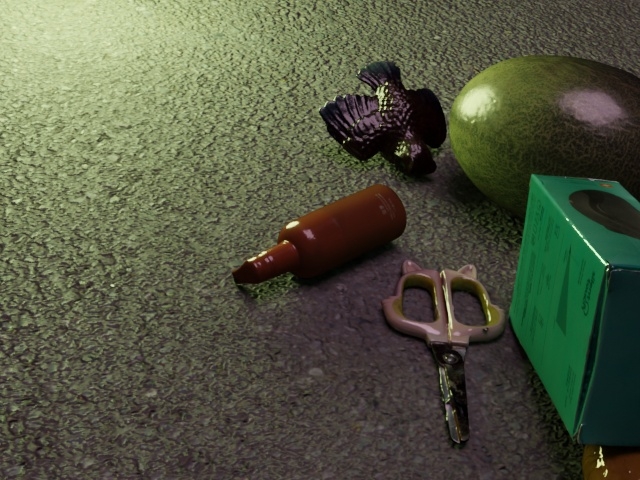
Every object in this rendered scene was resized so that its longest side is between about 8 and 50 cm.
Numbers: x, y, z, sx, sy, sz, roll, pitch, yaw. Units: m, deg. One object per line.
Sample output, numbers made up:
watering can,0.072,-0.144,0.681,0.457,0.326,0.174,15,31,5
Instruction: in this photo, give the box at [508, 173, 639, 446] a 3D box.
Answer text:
box,0.309,0.066,1.234,0.118,0.205,0.311,2,20,-5

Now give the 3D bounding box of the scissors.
scissors,0.155,0.125,1.331,0.160,0.024,0.317,5,36,-4

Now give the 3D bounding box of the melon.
melon,0.335,-0.135,1.539,0.329,0.248,0.249,22,38,30

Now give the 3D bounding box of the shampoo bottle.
shampoo bottle,0.001,-0.001,1.430,0.244,0.085,0.085,-24,46,-34

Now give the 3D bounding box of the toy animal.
toy animal,0.114,-0.179,1.664,0.219,0.116,0.179,-6,37,-29

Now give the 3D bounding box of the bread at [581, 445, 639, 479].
bread,0.330,0.256,1.146,0.114,0.077,0.189,1,39,-3
